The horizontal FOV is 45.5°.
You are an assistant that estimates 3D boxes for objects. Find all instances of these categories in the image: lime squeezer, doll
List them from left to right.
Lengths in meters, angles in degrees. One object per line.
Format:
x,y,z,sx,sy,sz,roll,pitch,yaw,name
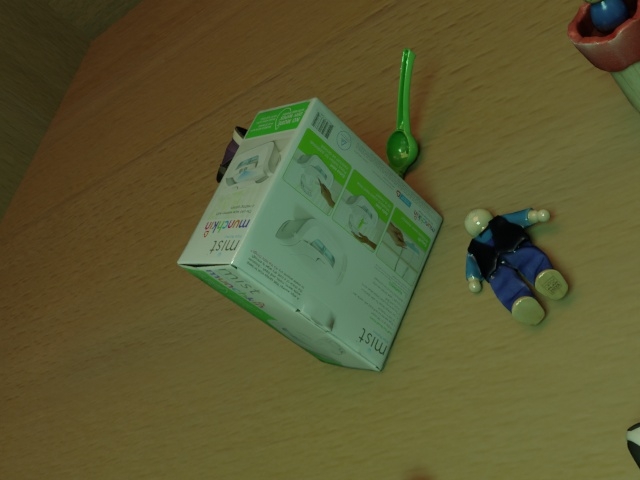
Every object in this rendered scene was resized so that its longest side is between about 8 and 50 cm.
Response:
0.081,-0.113,1.096,0.059,0.110,0.310,31,87,39,lime squeezer
0.214,0.014,0.868,0.129,0.046,0.189,-52,26,15,doll

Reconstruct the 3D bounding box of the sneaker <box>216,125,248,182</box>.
-0.113,-0.089,1.330,0.124,0.107,0.283,-58,27,15,sneaker

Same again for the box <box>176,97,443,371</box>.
0.000,0.000,0.941,0.126,0.262,0.231,-1,58,50,box

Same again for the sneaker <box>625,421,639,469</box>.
0.275,0.235,0.550,0.097,0.084,0.235,-43,34,13,sneaker

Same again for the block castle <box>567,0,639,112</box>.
0.486,-0.293,0.697,0.453,0.213,0.303,4,61,51,block castle
